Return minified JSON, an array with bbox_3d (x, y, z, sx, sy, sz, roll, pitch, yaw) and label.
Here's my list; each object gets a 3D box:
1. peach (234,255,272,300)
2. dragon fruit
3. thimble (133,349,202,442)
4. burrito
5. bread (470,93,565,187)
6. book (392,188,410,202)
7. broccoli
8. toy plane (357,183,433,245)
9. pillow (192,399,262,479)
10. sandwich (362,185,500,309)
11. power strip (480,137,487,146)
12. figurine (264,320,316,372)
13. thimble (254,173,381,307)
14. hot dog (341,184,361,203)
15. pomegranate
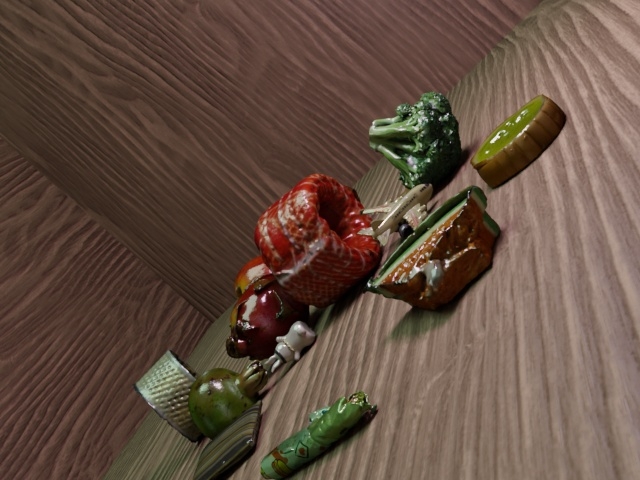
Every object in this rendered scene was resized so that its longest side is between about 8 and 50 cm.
[{"bbox_3d":[-0.160,0.160,2.375,0.281,0.238,0.281,-23,-33,-16],"label":"peach"},{"bbox_3d":[-0.146,0.221,1.975,0.250,0.250,0.315,-43,-7,31],"label":"dragon fruit"},{"bbox_3d":[-0.427,0.473,2.071,0.150,0.271,0.271,-47,7,-11],"label":"thimble"},{"bbox_3d":[-0.004,0.333,1.188,0.288,0.054,0.104,-44,5,34],"label":"burrito"},{"bbox_3d":[0.442,-0.225,1.523,0.236,0.070,0.236,-46,8,9],"label":"bread"},{"bbox_3d":[0.270,-0.129,2.259,0.118,0.012,0.172,-44,8,28],"label":"book"},{"bbox_3d":[0.285,-0.293,2.008,0.308,0.275,0.307,11,-90,-81],"label":"broccoli"},{"bbox_3d":[0.220,-0.071,1.821,0.244,0.092,0.229,-35,36,-24],"label":"toy plane"},{"bbox_3d":[-0.221,0.491,1.599,0.208,0.052,0.212,-44,10,9],"label":"pillow"},{"bbox_3d":[0.227,0.033,1.259,0.292,0.109,0.212,-50,14,-1],"label":"sandwich"},{"bbox_3d":[0.441,-0.241,1.763,0.056,0.032,0.123,-38,11,46],"label":"power strip"},{"bbox_3d":[-0.074,0.294,1.816,0.146,0.081,0.098,-51,-37,7],"label":"figurine"},{"bbox_3d":[0.000,0.000,1.896,0.230,0.350,0.350,-38,10,25],"label":"thimble"},{"bbox_3d":[0.028,-0.035,2.588,0.387,0.174,0.267,-54,-1,37],"label":"hot dog"},{"bbox_3d":[-0.260,0.420,1.817,0.241,0.159,0.190,-34,14,41],"label":"pomegranate"}]
